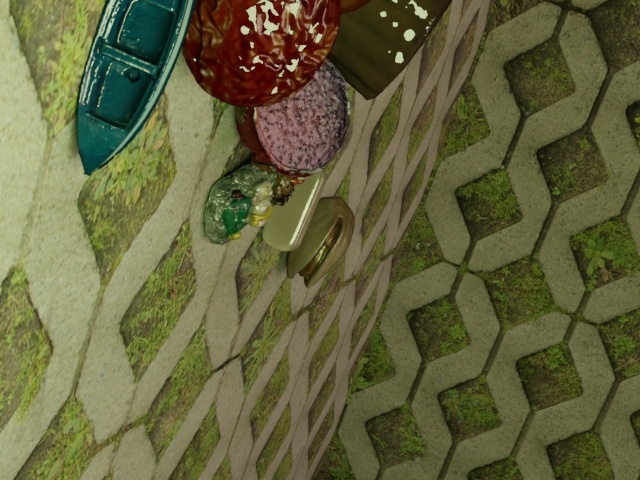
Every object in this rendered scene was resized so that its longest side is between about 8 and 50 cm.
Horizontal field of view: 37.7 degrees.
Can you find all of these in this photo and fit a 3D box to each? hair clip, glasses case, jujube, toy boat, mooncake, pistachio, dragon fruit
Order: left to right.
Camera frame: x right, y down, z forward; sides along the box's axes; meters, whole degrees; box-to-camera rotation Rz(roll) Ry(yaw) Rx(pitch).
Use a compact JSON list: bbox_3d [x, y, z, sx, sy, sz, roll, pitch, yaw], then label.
[{"bbox_3d":[-0.222,-0.216,1.124,0.062,0.096,0.299,-38,151,-78],"label":"toy boat"},{"bbox_3d":[-0.077,-0.297,1.258,0.213,0.213,0.232,-51,169,-46],"label":"jujube"},{"bbox_3d":[-0.097,-0.101,1.729,0.321,0.091,0.138,-51,156,-49],"label":"hair clip"},{"bbox_3d":[-0.073,-0.218,1.596,0.223,0.148,0.218,-49,128,-25],"label":"dragon fruit"},{"bbox_3d":[-0.054,-0.072,1.940,0.196,0.083,0.050,-66,165,3],"label":"glasses case"},{"bbox_3d":[0.000,0.000,2.165,0.223,0.126,0.152,-64,-159,-9],"label":"pistachio"},{"bbox_3d":[0.118,-0.423,1.692,0.324,0.187,0.324,-55,-178,3],"label":"mooncake"}]

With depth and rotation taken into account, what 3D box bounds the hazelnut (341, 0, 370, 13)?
[{"bbox_3d":[0.017,-0.426,1.389,0.208,0.208,0.208,-58,163,-29],"label":"hazelnut"}]
